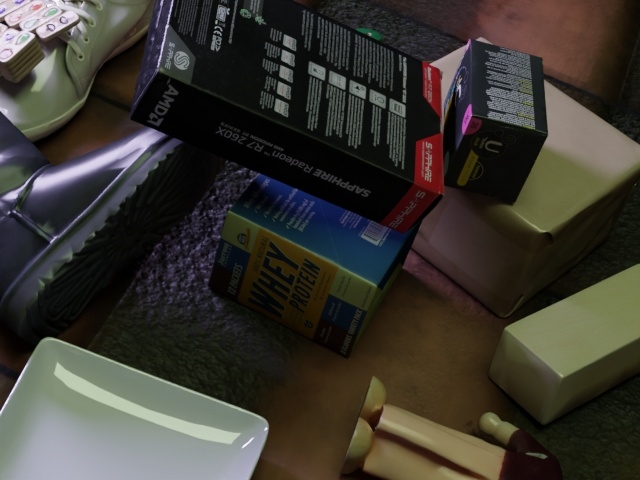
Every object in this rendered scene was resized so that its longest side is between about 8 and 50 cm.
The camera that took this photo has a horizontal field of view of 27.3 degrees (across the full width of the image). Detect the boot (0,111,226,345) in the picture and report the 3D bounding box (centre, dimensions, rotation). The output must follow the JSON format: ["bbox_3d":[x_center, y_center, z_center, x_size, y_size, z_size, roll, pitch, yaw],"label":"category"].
[{"bbox_3d":[-0.384,-0.135,1.601,0.445,0.146,0.367,37,65,20],"label":"boot"}]

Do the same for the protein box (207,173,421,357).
[{"bbox_3d":[0.000,0.000,1.661,0.201,0.136,0.200,26,43,8],"label":"protein box"}]

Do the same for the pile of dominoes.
[{"bbox_3d":[-0.468,-0.284,1.762,0.251,0.040,0.196,25,61,31],"label":"pile of dominoes"}]

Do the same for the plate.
[{"bbox_3d":[-0.220,0.251,1.388,0.278,0.045,0.277,20,41,1],"label":"plate"}]

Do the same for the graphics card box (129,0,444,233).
[{"bbox_3d":[-0.030,-0.176,1.576,0.370,0.094,0.233,22,45,-20],"label":"graphics card box"}]

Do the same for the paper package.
[{"bbox_3d":[0.237,-0.100,1.830,0.325,0.168,0.309,39,46,21],"label":"paper package"}]

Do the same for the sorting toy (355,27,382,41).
[{"bbox_3d":[-0.018,-0.273,1.990,0.274,0.046,0.132,-3,34,-24],"label":"sorting toy"}]

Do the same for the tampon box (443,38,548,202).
[{"bbox_3d":[0.217,-0.151,1.661,0.101,0.120,0.161,13,43,-6],"label":"tampon box"}]

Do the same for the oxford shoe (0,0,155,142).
[{"bbox_3d":[-0.362,-0.283,1.834,0.169,0.130,0.449,29,45,6],"label":"oxford shoe"}]

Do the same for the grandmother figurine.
[{"bbox_3d":[0.198,0.272,1.481,0.342,0.104,0.208,18,51,3],"label":"grandmother figurine"}]

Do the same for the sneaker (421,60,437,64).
[{"bbox_3d":[0.143,-0.232,2.005,0.192,0.086,0.064,0,74,-56],"label":"sneaker"}]

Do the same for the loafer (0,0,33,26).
[{"bbox_3d":[-0.425,-0.361,1.941,0.061,0.062,0.170,26,42,-14],"label":"loafer"}]

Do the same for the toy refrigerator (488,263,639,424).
[{"bbox_3d":[0.348,0.131,1.687,0.269,0.094,0.102,-21,49,-36],"label":"toy refrigerator"}]
